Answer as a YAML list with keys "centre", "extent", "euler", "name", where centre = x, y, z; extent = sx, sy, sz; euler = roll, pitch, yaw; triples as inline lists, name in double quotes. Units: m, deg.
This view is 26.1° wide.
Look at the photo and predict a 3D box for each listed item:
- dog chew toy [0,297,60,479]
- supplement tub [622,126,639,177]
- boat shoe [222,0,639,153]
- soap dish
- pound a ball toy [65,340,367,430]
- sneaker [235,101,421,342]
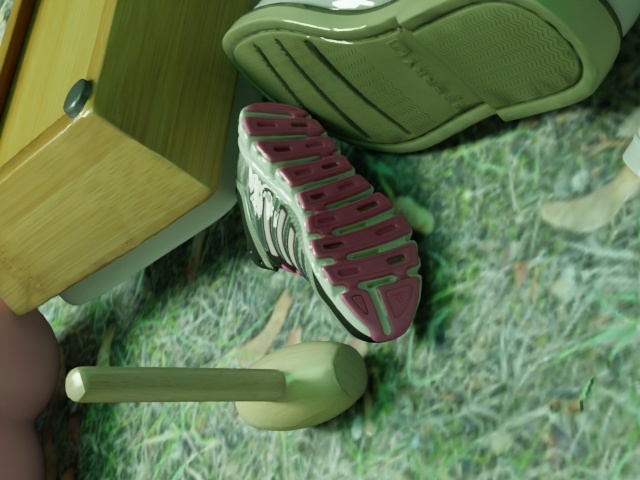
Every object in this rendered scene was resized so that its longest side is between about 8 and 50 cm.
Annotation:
- centre: [-0.287, 0.175, 0.962]
  extent: [0.206, 0.206, 0.332]
  euler: [5, 69, 54]
  name: "dog chew toy"
- centre: [0.179, -0.058, 0.554]
  extent: [0.107, 0.071, 0.071]
  euler: [-57, 37, 18]
  name: "supplement tub"
- centre: [0.059, -0.121, 0.728]
  extent: [0.302, 0.113, 0.103]
  euler: [3, 55, 56]
  name: "boat shoe"
- centre: [-0.137, -0.118, 0.934]
  extent: [0.229, 0.118, 0.291]
  euler: [-29, 43, 43]
  name: "soap dish"
- centre: [-0.119, 0.161, 0.670]
  extent: [0.136, 0.319, 0.208]
  euler: [-25, 70, 46]
  name: "pound a ball toy"
- centre: [0.000, 0.000, 0.774]
  extent: [0.170, 0.063, 0.075]
  euler: [55, 147, 32]
  name: "sneaker"
